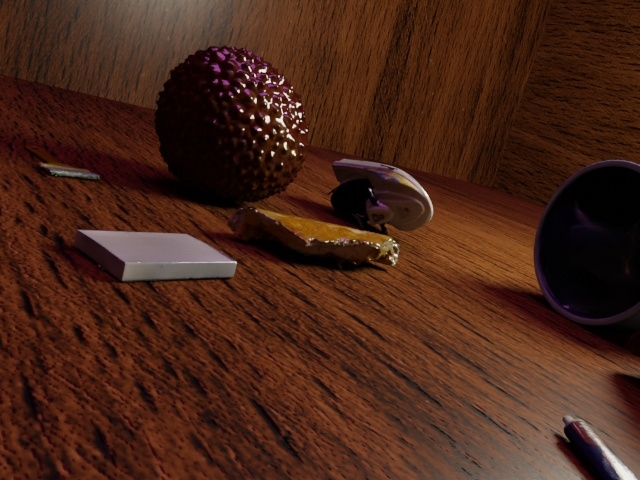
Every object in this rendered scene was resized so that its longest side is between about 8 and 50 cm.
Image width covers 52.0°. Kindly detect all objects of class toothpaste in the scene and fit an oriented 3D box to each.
[{"bbox_3d":[0.230,0.180,0.525,0.037,0.021,0.140,9,16,-10],"label":"toothpaste"}]

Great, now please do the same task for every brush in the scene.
[{"bbox_3d":[-0.452,-0.135,1.106,0.083,0.011,0.205,3,17,-44],"label":"brush"}]

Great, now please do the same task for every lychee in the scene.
[{"bbox_3d":[-0.156,-0.197,1.181,0.275,0.304,0.276,-9,33,6],"label":"lychee"}]

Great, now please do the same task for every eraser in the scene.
[{"bbox_3d":[-0.183,0.016,0.734,0.104,0.023,0.150,26,15,39],"label":"eraser"}]

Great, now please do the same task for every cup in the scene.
[{"bbox_3d":[0.571,0.039,1.043,0.311,0.257,0.331,11,11,-27],"label":"cup"}]

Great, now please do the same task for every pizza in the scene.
[{"bbox_3d":[0.001,-0.001,0.968,0.271,0.056,0.134,10,11,-30],"label":"pizza"}]

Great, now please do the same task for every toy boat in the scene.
[{"bbox_3d":[0.107,-0.085,1.316,0.141,0.141,0.269,10,13,-27],"label":"toy boat"}]

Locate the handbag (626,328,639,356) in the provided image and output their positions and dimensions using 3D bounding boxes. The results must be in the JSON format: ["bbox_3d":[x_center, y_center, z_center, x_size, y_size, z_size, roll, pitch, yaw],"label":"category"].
[{"bbox_3d":[0.493,0.084,0.769,0.216,0.203,0.074,-10,55,-19],"label":"handbag"}]
